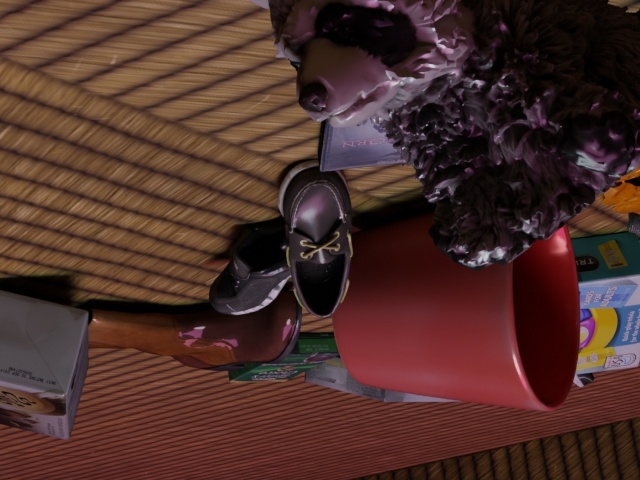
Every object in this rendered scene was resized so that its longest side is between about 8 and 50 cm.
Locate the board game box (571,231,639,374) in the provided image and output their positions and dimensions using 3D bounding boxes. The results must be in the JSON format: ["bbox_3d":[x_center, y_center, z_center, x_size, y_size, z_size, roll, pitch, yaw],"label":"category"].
[{"bbox_3d":[0.297,0.107,2.181,0.336,0.079,0.253,-8,145,-3],"label":"board game box"}]

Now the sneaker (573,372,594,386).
[{"bbox_3d":[0.402,0.148,2.401,0.077,0.072,0.178,-21,118,9],"label":"sneaker"}]

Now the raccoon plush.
[{"bbox_3d":[0.130,-0.173,1.226,0.216,0.299,0.446,-38,-178,33],"label":"raccoon plush"}]

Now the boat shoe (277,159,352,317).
[{"bbox_3d":[0.000,0.000,1.717,0.081,0.068,0.227,-11,145,-5],"label":"boat shoe"}]

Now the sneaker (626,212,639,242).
[{"bbox_3d":[0.453,-0.016,2.033,0.076,0.065,0.166,2,167,29],"label":"sneaker"}]

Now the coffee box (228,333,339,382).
[{"bbox_3d":[-0.062,0.192,2.509,0.113,0.040,0.184,3,161,-33],"label":"coffee box"}]

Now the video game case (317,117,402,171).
[{"bbox_3d":[0.100,-0.131,1.498,0.196,0.026,0.274,-7,163,-4],"label":"video game case"}]

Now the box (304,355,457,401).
[{"bbox_3d":[0.111,0.221,2.532,0.183,0.056,0.231,4,-179,-34],"label":"box"}]

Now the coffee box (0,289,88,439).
[{"bbox_3d":[-0.398,0.163,2.025,0.168,0.118,0.297,14,161,-4],"label":"coffee box"}]

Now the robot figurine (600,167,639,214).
[{"bbox_3d":[0.354,-0.090,1.653,0.211,0.085,0.291,-18,162,31],"label":"robot figurine"}]

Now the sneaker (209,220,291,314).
[{"bbox_3d":[-0.078,0.026,1.870,0.106,0.078,0.234,10,152,-41],"label":"sneaker"}]

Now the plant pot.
[{"bbox_3d":[0.160,0.075,1.861,0.243,0.274,0.275,-4,167,25],"label":"plant pot"}]

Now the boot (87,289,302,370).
[{"bbox_3d":[-0.194,0.110,2.140,0.280,0.096,0.264,12,163,-33],"label":"boot"}]
